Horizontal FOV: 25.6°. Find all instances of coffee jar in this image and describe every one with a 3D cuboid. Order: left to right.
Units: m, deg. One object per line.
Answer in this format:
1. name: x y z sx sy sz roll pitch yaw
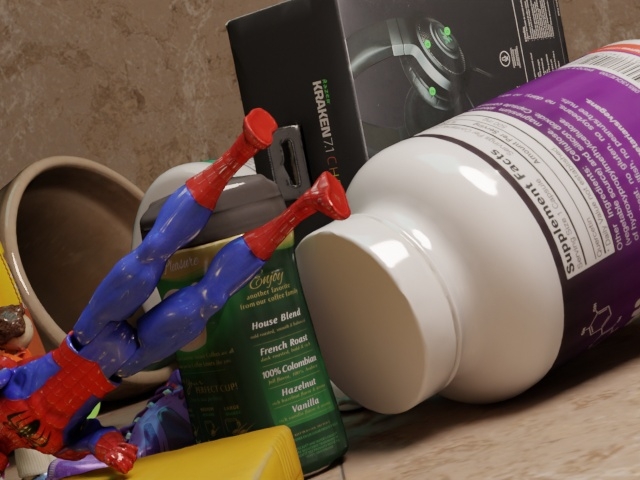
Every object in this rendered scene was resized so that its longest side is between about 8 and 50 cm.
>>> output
1. coffee jar: -0.049 0.054 0.861 0.079 0.184 0.096 -16 4 -35

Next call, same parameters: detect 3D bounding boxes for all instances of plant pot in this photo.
1. plant pot: -0.288 0.080 1.474 0.229 0.263 0.263 -35 -9 31

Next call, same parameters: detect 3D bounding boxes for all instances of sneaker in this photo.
1. sneaker: -0.104 0.125 0.916 0.170 0.071 0.068 -17 3 -32

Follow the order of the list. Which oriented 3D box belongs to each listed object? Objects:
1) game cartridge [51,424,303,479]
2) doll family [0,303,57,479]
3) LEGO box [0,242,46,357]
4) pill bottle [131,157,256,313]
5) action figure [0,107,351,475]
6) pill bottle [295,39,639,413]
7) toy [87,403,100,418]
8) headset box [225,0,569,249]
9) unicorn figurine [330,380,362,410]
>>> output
1. game cartridge: -0.160 0.166 0.660 0.285 0.052 0.324 -14 0 5
2. doll family: -0.256 0.114 0.956 0.118 0.163 0.263 -15 3 -3
3. LEGO box: -0.519 0.036 1.127 0.193 0.372 0.500 -14 10 43
4. pill bottle: 0.000 0.000 1.472 0.361 0.204 0.204 -13 0 -45
5. action figure: -0.112 0.062 0.756 0.280 0.091 0.139 -43 15 17
6. pill bottle: 0.140 -0.008 0.948 0.323 0.181 0.181 -27 9 -33
7. toy: -0.280 0.162 1.256 0.237 0.056 0.137 -17 -2 44
8. headset box: 0.076 -0.080 1.133 0.283 0.246 0.131 -15 4 -43
9. unicorn figurine: 0.011 0.102 1.021 0.111 0.060 0.162 -5 10 -36
